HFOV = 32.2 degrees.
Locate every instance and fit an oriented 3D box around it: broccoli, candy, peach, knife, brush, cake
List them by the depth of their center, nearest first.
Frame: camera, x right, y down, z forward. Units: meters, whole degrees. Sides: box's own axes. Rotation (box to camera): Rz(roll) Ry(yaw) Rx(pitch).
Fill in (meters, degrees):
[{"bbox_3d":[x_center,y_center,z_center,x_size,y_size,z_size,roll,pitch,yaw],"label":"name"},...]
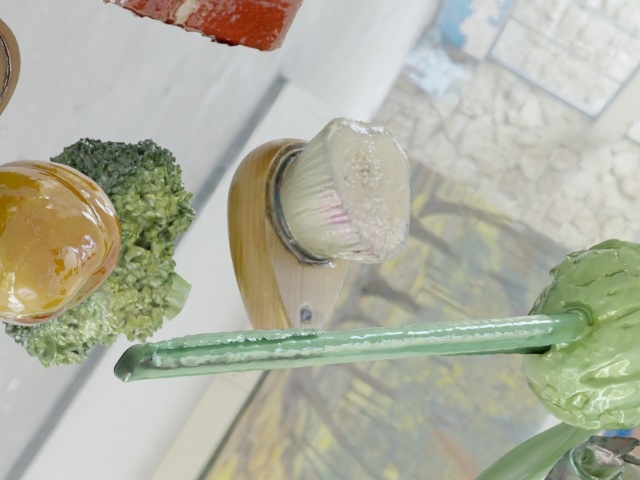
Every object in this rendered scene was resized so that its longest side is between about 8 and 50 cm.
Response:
[{"bbox_3d":[0.058,0.042,0.450,0.336,0.093,0.092,2,86,-44],"label":"candy"},{"bbox_3d":[0.214,0.127,0.849,0.293,0.043,0.020,-34,165,4],"label":"knife"},{"bbox_3d":[-0.229,0.000,0.858,0.138,0.138,0.138,-59,176,-7],"label":"peach"},{"bbox_3d":[-0.143,-0.330,1.253,0.151,0.283,0.177,-59,-140,31],"label":"cake"},{"bbox_3d":[0.000,0.000,1.288,0.174,0.166,0.266,16,73,-46],"label":"brush"},{"bbox_3d":[-0.276,0.022,1.344,0.288,0.260,0.235,-23,-162,33],"label":"broccoli"}]

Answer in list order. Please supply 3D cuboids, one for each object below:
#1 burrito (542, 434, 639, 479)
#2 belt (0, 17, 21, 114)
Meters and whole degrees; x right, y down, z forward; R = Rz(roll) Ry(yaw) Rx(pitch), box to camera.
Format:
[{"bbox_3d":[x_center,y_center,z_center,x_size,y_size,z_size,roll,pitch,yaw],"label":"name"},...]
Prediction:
[{"bbox_3d":[0.196,0.208,0.583,0.089,0.229,0.144,-38,-171,10],"label":"burrito"},{"bbox_3d":[-0.315,-0.095,0.663,0.261,0.105,0.184,-29,155,-41],"label":"belt"}]
